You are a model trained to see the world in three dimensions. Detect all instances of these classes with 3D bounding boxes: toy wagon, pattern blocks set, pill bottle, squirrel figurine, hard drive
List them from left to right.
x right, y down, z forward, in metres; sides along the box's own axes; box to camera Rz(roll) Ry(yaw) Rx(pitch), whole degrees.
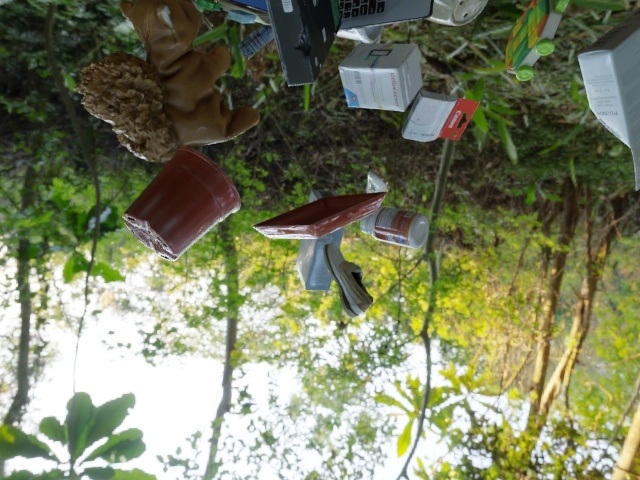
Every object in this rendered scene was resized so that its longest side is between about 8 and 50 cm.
[{"bbox_3d":[-0.408,-0.422,1.299,0.281,0.370,0.397,30,-124,34],"label":"squirrel figurine"},{"bbox_3d":[-0.151,-0.580,1.285,0.286,0.026,0.325,35,-144,31],"label":"pattern blocks set"},{"bbox_3d":[-0.030,-0.486,0.997,0.064,0.236,0.338,-1,-139,16],"label":"hard drive"},{"bbox_3d":[0.249,-0.049,1.731,0.216,0.121,0.121,14,-171,37],"label":"pill bottle"},{"bbox_3d":[0.725,-0.715,1.671,0.068,0.267,0.344,13,155,-5],"label":"toy wagon"}]

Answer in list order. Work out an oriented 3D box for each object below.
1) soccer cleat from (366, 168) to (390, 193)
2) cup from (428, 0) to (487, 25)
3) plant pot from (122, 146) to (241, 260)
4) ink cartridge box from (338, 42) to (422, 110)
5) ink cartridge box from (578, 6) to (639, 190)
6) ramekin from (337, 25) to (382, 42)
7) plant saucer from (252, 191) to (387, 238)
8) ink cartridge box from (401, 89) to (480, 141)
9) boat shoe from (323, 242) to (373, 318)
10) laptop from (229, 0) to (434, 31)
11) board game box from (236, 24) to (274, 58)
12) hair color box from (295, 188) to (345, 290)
[{"bbox_3d":[0.175,-0.171,1.599,0.068,0.076,0.196,53,-172,15],"label":"soccer cleat"},{"bbox_3d":[0.484,-0.937,1.858,0.331,0.331,0.236,0,-128,-48],"label":"cup"},{"bbox_3d":[-0.432,-0.098,1.534,0.273,0.265,0.272,29,152,17],"label":"plant pot"},{"bbox_3d":[0.254,-0.681,2.095,0.270,0.198,0.197,15,-127,31],"label":"ink cartridge box"},{"bbox_3d":[0.818,-0.369,1.279,0.308,0.384,0.091,-38,-151,-18],"label":"ink cartridge box"},{"bbox_3d":[0.099,-0.719,1.470,0.127,0.272,0.273,8,-174,21],"label":"ramekin"},{"bbox_3d":[0.000,-0.060,1.284,0.259,0.047,0.259,-24,-165,-35],"label":"plant saucer"},{"bbox_3d":[0.437,-0.439,1.836,0.233,0.189,0.066,11,-130,-8],"label":"ink cartridge box"},{"bbox_3d":[0.105,0.129,1.841,0.103,0.302,0.113,-32,153,20],"label":"boat shoe"},{"bbox_3d":[0.038,-0.702,1.125,0.408,0.381,0.236,7,-179,32],"label":"laptop"},{"bbox_3d":[-0.214,-0.758,1.863,0.060,0.194,0.194,50,-176,-24],"label":"board game box"},{"bbox_3d":[0.000,0.000,2.063,0.114,0.374,0.185,2,-151,-19],"label":"hair color box"}]
